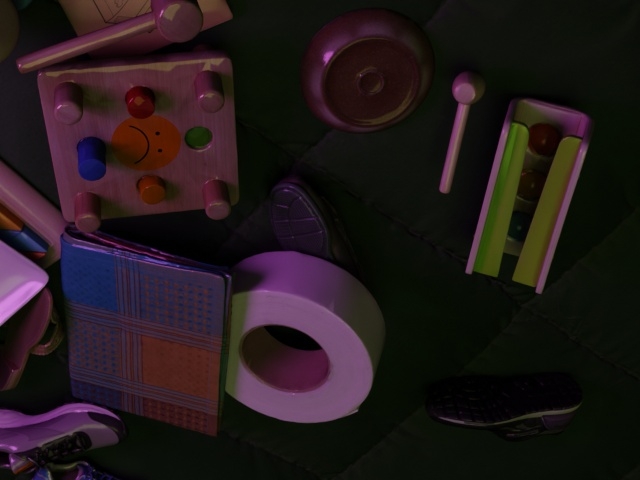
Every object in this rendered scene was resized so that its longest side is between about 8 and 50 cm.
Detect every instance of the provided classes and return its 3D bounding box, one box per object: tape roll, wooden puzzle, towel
[{"bbox_3d":[-0.043,0.155,1.692,0.286,0.100,0.286,9,130,11],"label":"tape roll"},{"bbox_3d":[-0.512,-0.003,1.595,0.239,0.044,0.221,-35,123,15],"label":"wooden puzzle"},{"bbox_3d":[-0.270,0.147,1.676,0.272,0.040,0.370,15,132,8],"label":"towel"}]

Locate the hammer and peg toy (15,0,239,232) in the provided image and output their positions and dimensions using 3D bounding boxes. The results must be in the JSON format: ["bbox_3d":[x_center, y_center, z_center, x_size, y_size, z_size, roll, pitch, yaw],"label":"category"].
[{"bbox_3d":[-0.248,-0.180,1.447,0.266,0.127,0.361,-7,131,-7],"label":"hammer and peg toy"}]

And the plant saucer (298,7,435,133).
[{"bbox_3d":[0.070,-0.231,1.540,0.199,0.036,0.198,-4,125,-6],"label":"plant saucer"}]

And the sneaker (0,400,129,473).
[{"bbox_3d":[-0.453,0.337,1.793,0.272,0.108,0.100,-6,136,-1],"label":"sneaker"}]

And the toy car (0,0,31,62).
[{"bbox_3d":[-0.513,-0.282,1.337,0.238,0.219,0.210,-13,132,36],"label":"toy car"}]

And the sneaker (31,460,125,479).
[{"bbox_3d":[-0.403,0.438,1.902,0.211,0.080,0.081,10,126,-18],"label":"sneaker"}]

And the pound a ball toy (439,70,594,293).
[{"bbox_3d":[0.281,-0.101,1.631,0.208,0.135,0.319,15,125,10],"label":"pound a ball toy"}]

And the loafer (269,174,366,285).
[{"bbox_3d":[0.000,0.000,1.678,0.096,0.084,0.267,-3,128,31],"label":"loafer"}]

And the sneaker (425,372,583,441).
[{"bbox_3d":[0.323,0.320,1.933,0.284,0.107,0.124,-1,131,-9],"label":"sneaker"}]

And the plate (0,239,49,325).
[{"bbox_3d":[-0.580,0.064,1.541,0.277,0.045,0.278,-43,129,3],"label":"plate"}]

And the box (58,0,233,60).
[{"bbox_3d":[-0.240,-0.328,1.427,0.201,0.021,0.164,-21,126,6],"label":"box"}]

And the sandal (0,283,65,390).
[{"bbox_3d":[-0.446,0.146,1.708,0.079,0.088,0.240,-5,141,-45],"label":"sandal"}]
